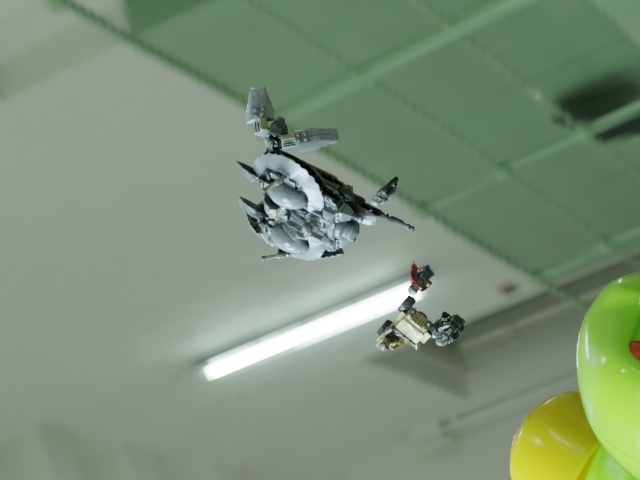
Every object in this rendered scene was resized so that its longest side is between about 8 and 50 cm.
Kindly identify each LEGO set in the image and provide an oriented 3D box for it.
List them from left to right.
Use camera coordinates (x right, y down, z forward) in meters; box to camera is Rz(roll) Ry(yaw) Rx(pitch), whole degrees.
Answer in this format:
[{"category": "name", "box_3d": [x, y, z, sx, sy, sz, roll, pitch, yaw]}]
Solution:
[{"category": "LEGO set", "box_3d": [0.002, 0.000, 0.501, 0.083, 0.054, 0.023, 45, -123, -6]}]

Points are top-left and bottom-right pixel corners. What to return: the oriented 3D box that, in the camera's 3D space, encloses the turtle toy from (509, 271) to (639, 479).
[{"category": "turtle toy", "box_3d": [0.087, 0.041, 0.362, 0.095, 0.066, 0.130, 34, -170, 40]}]
